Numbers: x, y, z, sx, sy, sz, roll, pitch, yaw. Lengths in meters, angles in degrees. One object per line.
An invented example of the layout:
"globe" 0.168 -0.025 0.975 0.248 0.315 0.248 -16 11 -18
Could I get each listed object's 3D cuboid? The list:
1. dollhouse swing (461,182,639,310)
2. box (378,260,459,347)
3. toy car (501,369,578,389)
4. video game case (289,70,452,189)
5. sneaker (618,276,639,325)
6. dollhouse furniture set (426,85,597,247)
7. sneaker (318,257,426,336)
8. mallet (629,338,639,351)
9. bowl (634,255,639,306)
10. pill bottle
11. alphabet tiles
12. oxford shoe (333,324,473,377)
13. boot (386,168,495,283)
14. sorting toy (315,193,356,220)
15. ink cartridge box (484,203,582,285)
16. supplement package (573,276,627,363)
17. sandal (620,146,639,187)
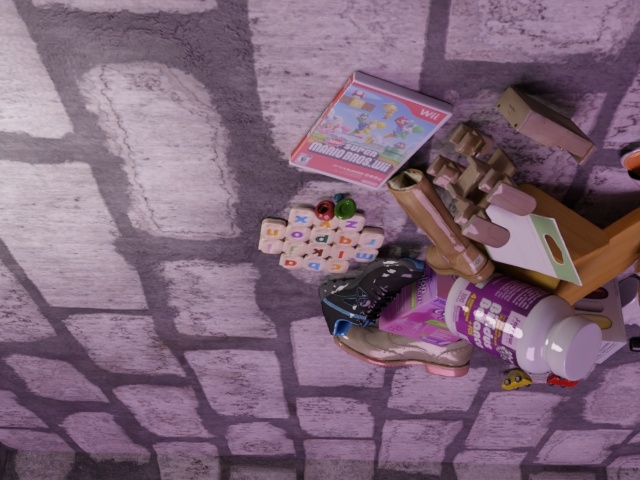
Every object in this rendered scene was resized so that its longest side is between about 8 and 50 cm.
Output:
"dollhouse swing" 0.528 -0.010 1.792 0.315 0.305 0.347 38 160 23
"box" 0.303 0.162 2.047 0.213 0.117 0.243 19 146 -26
"toy car" 0.682 0.404 2.509 0.239 0.053 0.225 -6 149 12
"video game case" 0.089 -0.198 1.527 0.204 0.025 0.285 15 147 -21
"sneaker" 0.791 0.207 2.104 0.169 0.108 0.292 17 146 -19
"dollhouse furniture set" 0.346 -0.128 1.455 0.161 0.212 0.242 21 118 -27
"sneaker" 0.134 0.137 1.978 0.125 0.139 0.341 9 154 -38
"mallet" 0.937 0.264 2.270 0.062 0.039 0.189 5 146 -2
"bowl" 0.788 0.072 1.760 0.156 0.289 0.289 35 146 1
"pill bottle" 0.419 0.175 1.672 0.301 0.169 0.169 24 173 47
"alphabet tiles" 0.000 0.000 1.882 0.284 0.021 0.278 5 150 -5
"oxford shoe" 0.238 0.272 2.274 0.397 0.140 0.146 9 119 -2
"boot" 0.231 -0.041 1.695 0.269 0.089 0.236 47 167 -22
"sorting toy" 0.039 -0.064 1.727 0.102 0.061 0.042 3 155 30
"ink cartridge box" 0.392 -0.015 1.528 0.235 0.056 0.171 17 145 53
"supplement package" 0.618 0.184 1.986 0.203 0.194 0.149 6 151 -7
"sandal" 0.699 -0.110 1.587 0.265 0.076 0.102 25 143 -34
